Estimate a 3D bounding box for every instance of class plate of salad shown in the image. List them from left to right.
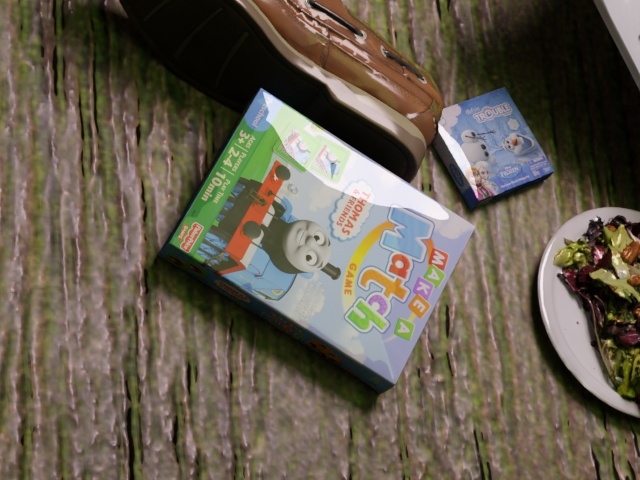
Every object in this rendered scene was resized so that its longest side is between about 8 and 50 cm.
[{"bbox_3d":[0.278,0.058,1.672,0.200,0.048,0.200,10,62,-20],"label":"plate of salad"}]

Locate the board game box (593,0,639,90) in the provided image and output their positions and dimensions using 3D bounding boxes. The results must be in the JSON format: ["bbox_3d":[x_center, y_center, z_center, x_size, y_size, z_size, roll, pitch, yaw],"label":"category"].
[{"bbox_3d":[0.382,-0.234,1.774,0.390,0.050,0.390,-43,112,-34],"label":"board game box"}]

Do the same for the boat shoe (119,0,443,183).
[{"bbox_3d":[-0.034,-0.165,1.609,0.307,0.111,0.104,38,51,-16],"label":"boat shoe"}]

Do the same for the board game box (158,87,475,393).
[{"bbox_3d":[0.000,0.000,1.561,0.211,0.039,0.160,33,65,-9],"label":"board game box"}]

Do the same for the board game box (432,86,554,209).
[{"bbox_3d":[0.146,-0.081,1.695,0.090,0.020,0.090,-22,75,-32],"label":"board game box"}]
